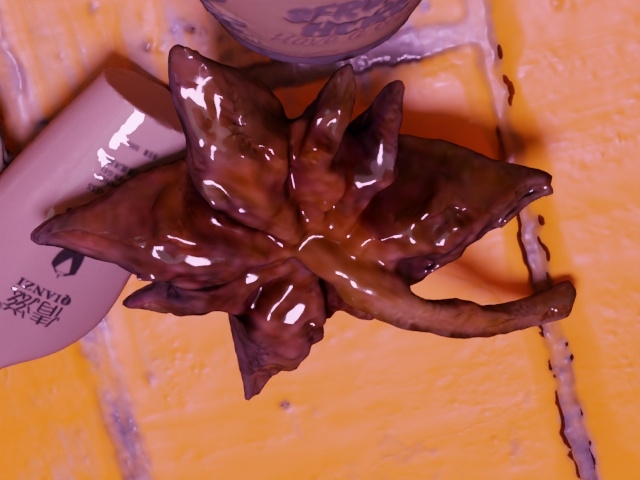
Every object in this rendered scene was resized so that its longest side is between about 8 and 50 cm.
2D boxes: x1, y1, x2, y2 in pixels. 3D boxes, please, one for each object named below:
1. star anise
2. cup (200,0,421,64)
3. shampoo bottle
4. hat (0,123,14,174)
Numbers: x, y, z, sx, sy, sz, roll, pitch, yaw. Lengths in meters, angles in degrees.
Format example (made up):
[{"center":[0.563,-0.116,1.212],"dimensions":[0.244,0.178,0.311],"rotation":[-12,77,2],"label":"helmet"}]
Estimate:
[{"center":[-0.002,-0.001,0.938],"dimensions":[0.292,0.109,0.349],"rotation":[-23,134,27],"label":"star anise"},{"center":[0.002,-0.261,0.823],"dimensions":[0.227,0.301,0.257],"rotation":[20,155,10],"label":"cup"},{"center":[-0.187,0.001,0.997],"dimensions":[0.127,0.078,0.257],"rotation":[25,114,-31],"label":"shampoo bottle"},{"center":[-0.299,-0.090,0.991],"dimensions":[0.175,0.085,0.147],"rotation":[31,128,17],"label":"hat"}]
